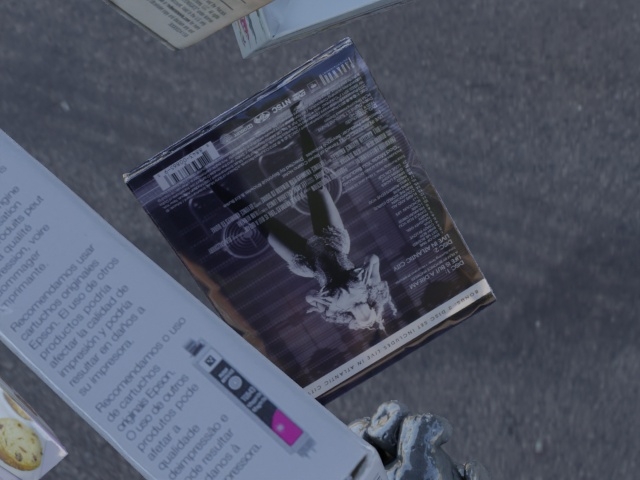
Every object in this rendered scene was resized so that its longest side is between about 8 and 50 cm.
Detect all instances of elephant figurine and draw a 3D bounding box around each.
[{"bbox_3d":[0.134,0.286,1.431,0.169,0.239,0.186,-1,56,49],"label":"elephant figurine"}]

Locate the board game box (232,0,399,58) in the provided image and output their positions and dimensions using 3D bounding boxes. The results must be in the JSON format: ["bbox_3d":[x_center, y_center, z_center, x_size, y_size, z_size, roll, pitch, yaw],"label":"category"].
[{"bbox_3d":[0.025,-0.263,1.302,0.224,0.303,0.097,-20,96,-7],"label":"board game box"}]

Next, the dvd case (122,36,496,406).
[{"bbox_3d":[0.000,0.000,0.867,0.164,0.221,0.018,-32,29,1],"label":"dvd case"}]

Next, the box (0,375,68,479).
[{"bbox_3d":[-0.324,0.075,1.029,0.067,0.324,0.063,-42,28,-10],"label":"box"}]

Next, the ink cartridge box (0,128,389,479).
[{"bbox_3d":[-0.095,0.051,0.635,0.330,0.324,0.071,41,80,19],"label":"ink cartridge box"}]

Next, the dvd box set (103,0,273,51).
[{"bbox_3d":[0.032,-0.243,0.493,0.420,0.307,0.062,-26,64,19],"label":"dvd box set"}]
